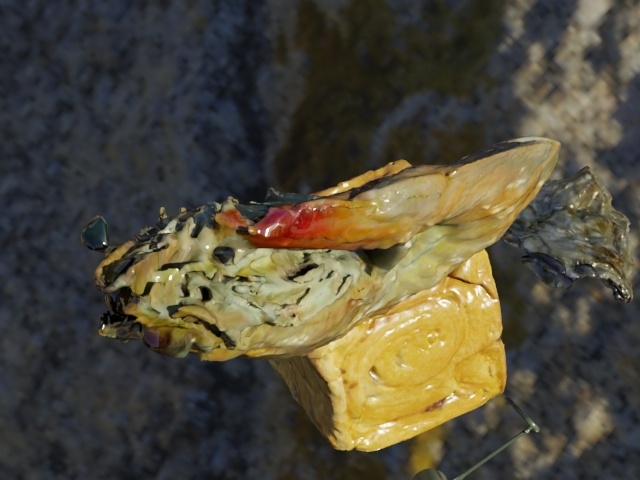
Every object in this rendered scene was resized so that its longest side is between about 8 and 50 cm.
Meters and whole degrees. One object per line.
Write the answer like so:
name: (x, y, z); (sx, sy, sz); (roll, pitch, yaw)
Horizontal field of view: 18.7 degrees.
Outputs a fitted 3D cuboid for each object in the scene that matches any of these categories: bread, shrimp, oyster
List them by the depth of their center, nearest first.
shrimp: (0.000, 0.000, 0.498); (0.101, 0.190, 0.042); (-35, 78, 28)
bread: (0.039, 0.051, 1.408); (0.158, 0.149, 0.143); (-28, 43, -16)
oyster: (0.198, -0.024, 1.664); (0.191, 0.163, 0.081); (25, 115, 16)

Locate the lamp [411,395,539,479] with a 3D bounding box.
lamp: (0.127, 0.183, 1.601); (0.121, 0.041, 0.054); (-41, 10, 5)
